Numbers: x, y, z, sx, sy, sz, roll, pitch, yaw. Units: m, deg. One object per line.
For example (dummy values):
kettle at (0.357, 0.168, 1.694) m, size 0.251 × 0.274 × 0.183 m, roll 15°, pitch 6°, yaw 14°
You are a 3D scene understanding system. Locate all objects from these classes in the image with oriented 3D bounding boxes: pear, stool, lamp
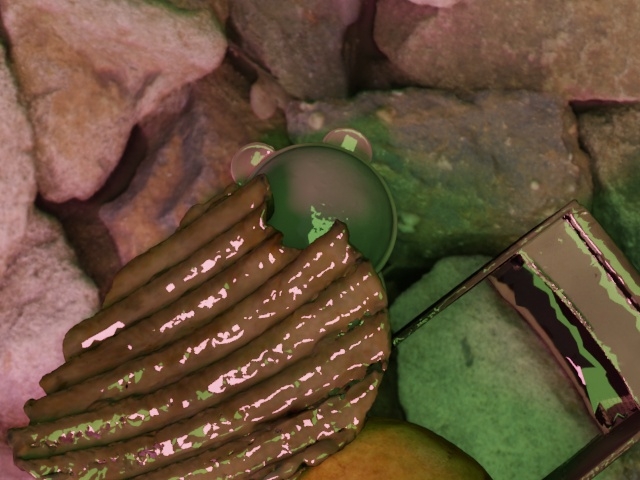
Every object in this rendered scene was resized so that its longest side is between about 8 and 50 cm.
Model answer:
pear at (0.052, 0.321, 1.595) m, size 0.304 × 0.304 × 0.304 m, roll 2°, pitch 79°, yaw -9°
stool at (0.233, 0.136, 1.718) m, size 0.270 × 0.170 × 0.243 m, roll -37°, pitch 86°, yaw -14°
lamp at (0.000, 0.001, 1.736) m, size 0.179 × 0.108 × 0.246 m, roll -11°, pitch 82°, yaw -7°

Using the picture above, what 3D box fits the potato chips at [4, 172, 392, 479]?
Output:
potato chips at (-0.129, 0.118, 1.582) m, size 0.389 × 0.097 × 0.373 m, roll -45°, pitch 46°, yaw -9°
